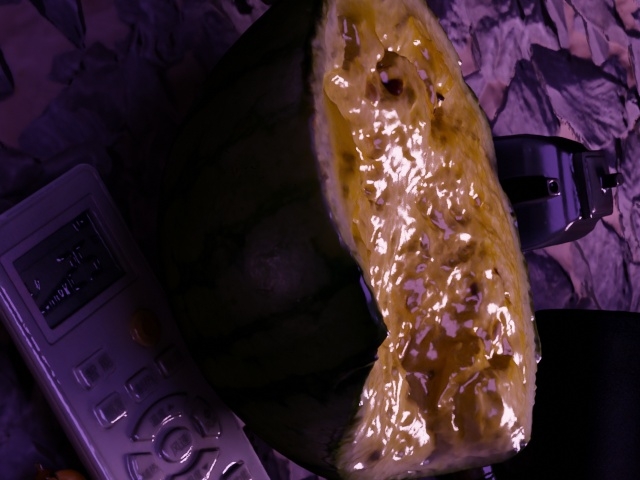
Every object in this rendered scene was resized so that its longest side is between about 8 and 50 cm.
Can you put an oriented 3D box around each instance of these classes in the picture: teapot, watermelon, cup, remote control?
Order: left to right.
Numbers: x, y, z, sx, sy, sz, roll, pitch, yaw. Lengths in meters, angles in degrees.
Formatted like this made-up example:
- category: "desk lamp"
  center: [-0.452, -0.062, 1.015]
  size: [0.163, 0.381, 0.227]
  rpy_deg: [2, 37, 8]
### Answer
- category: "remote control"
  center: [-0.111, 0.114, 1.078]
  size: [0.109, 0.055, 0.313]
  rpy_deg: [-39, 106, -44]
- category: "watermelon"
  center: [0.000, 0.000, 1.088]
  size: [0.331, 0.189, 0.331]
  rpy_deg: [-17, 90, -74]
- category: "teapot"
  center: [0.169, -0.038, 1.281]
  size: [0.177, 0.096, 0.087]
  rpy_deg: [-6, 88, -69]
- category: "cup"
  center: [0.196, 0.142, 1.309]
  size: [0.166, 0.239, 0.177]
  rpy_deg: [36, 59, -81]

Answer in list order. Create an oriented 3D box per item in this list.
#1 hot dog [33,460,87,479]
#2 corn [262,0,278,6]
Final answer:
- category: "hot dog"
  center: [-0.143, 0.189, 1.049]
  size: [0.056, 0.041, 0.133]
  rpy_deg: [-29, 111, -39]
- category: "corn"
  center: [0.040, -0.292, 1.211]
  size: [0.126, 0.126, 0.335]
  rpy_deg: [36, 61, -33]
